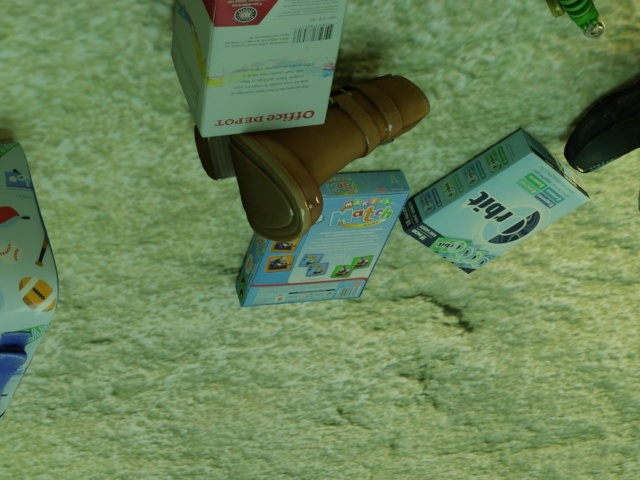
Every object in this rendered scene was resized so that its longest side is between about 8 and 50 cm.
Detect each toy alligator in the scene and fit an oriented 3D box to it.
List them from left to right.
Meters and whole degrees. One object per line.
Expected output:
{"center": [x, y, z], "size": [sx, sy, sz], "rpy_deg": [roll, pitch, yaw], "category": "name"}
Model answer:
{"center": [0.269, -0.245, 1.723], "size": [0.056, 0.051, 0.189], "rpy_deg": [-27, 146, 14], "category": "toy alligator"}

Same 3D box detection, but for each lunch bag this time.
{"center": [-0.359, 0.056, 1.680], "size": [0.115, 0.243, 0.303], "rpy_deg": [0, 143, -27], "category": "lunch bag"}

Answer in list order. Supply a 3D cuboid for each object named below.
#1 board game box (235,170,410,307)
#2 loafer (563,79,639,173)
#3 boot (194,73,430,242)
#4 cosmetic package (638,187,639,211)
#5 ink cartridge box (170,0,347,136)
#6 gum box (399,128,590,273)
{"center": [0.000, 0.000, 1.962], "size": [0.160, 0.039, 0.211], "rpy_deg": [-4, 145, -22], "category": "board game box"}
{"center": [0.377, -0.142, 1.903], "size": [0.223, 0.078, 0.076], "rpy_deg": [-37, 142, 26], "category": "loafer"}
{"center": [0.013, -0.092, 1.649], "size": [0.220, 0.283, 0.109], "rpy_deg": [-16, 106, -14], "category": "boot"}
{"center": [0.447, -0.130, 1.735], "size": [0.156, 0.217, 0.385], "rpy_deg": [-5, 128, -3], "category": "cosmetic package"}
{"center": [-0.060, -0.204, 1.537], "size": [0.128, 0.127, 0.176], "rpy_deg": [-7, 138, -18], "category": "ink cartridge box"}
{"center": [0.209, -0.044, 1.998], "size": [0.184, 0.041, 0.157], "rpy_deg": [-34, 144, 21], "category": "gum box"}
